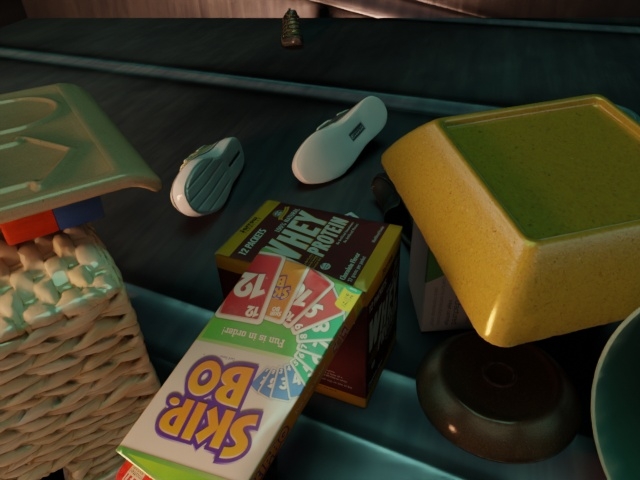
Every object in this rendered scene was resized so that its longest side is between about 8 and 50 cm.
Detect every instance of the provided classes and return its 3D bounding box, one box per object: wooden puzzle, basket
[{"bbox_3d":[-0.384,-0.070,0.555,0.347,0.081,0.322,-18,39,-28],"label":"wooden puzzle"},{"bbox_3d":[-0.375,0.129,0.564,0.328,0.267,0.331,-23,42,-26],"label":"basket"}]

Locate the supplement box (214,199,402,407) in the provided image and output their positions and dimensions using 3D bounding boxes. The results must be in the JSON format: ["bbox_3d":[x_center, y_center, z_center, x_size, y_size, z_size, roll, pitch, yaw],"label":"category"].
[{"bbox_3d":[-0.007,0.076,0.663,0.191,0.194,0.129,13,39,21],"label":"supplement box"}]

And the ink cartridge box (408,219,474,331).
[{"bbox_3d":[0.273,0.012,0.722,0.278,0.201,0.117,-3,37,-1],"label":"ink cartridge box"}]

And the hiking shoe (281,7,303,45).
[{"bbox_3d":[-0.116,-0.817,1.985,0.086,0.114,0.227,-9,36,-7],"label":"hiking shoe"}]

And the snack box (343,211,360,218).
[{"bbox_3d":[0.000,0.000,0.916,0.178,0.022,0.064,-23,39,-24],"label":"snack box"}]

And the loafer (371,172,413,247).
[{"bbox_3d":[0.145,-0.056,0.936,0.078,0.076,0.223,-10,39,-22],"label":"loafer"}]

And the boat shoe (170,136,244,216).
[{"bbox_3d":[-0.241,-0.128,1.066,0.094,0.109,0.302,-11,24,16],"label":"boat shoe"}]

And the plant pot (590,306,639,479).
[{"bbox_3d":[0.440,0.165,0.445,0.235,0.293,0.293,-4,32,-28],"label":"plant pot"}]

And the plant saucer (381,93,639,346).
[{"bbox_3d":[0.275,-0.064,0.596,0.332,0.081,0.333,-11,44,-8],"label":"plant saucer"}]

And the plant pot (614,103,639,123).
[{"bbox_3d":[0.456,-0.130,0.912,0.290,0.196,0.290,-3,36,2],"label":"plant pot"}]

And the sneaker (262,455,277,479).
[{"bbox_3d":[-0.142,0.283,0.484,0.108,0.100,0.271,4,29,25],"label":"sneaker"}]

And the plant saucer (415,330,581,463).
[{"bbox_3d":[0.220,0.175,0.643,0.198,0.036,0.199,-3,36,2],"label":"plant saucer"}]

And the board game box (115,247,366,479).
[{"bbox_3d":[-0.074,0.133,0.484,0.124,0.039,0.259,22,67,25],"label":"board game box"}]

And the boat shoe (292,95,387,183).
[{"bbox_3d":[0.030,-0.221,1.165,0.102,0.108,0.301,-10,33,54],"label":"boat shoe"}]
